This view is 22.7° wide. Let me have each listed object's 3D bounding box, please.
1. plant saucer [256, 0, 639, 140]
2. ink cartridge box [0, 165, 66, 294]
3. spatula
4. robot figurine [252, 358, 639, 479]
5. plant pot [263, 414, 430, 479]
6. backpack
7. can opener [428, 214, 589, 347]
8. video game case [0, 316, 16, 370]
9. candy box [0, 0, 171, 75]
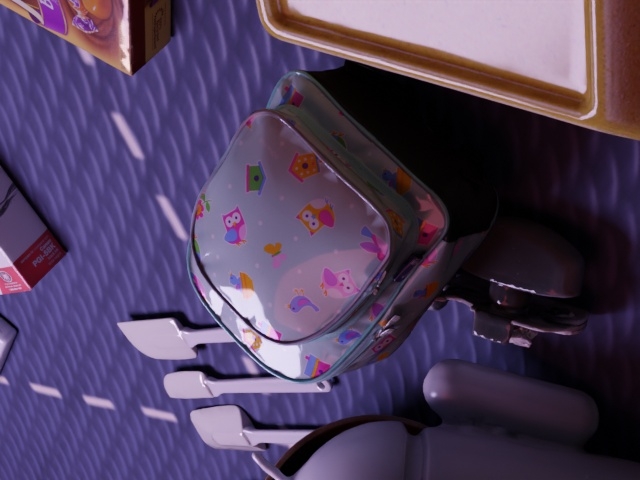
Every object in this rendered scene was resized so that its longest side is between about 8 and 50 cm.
[{"bbox_3d":[0.065,-0.201,0.869,0.332,0.081,0.333,20,140,30],"label":"plant saucer"},{"bbox_3d":[-0.312,-0.019,1.462,0.099,0.056,0.135,-8,123,48],"label":"ink cartridge box"},{"bbox_3d":[-0.063,0.130,1.420,0.242,0.019,0.168,-7,121,45],"label":"spatula"},{"bbox_3d":[0.115,0.239,1.136,0.353,0.300,0.200,9,169,0],"label":"robot figurine"},{"bbox_3d":[0.018,0.267,1.348,0.215,0.215,0.230,43,161,-2],"label":"plant pot"},{"bbox_3d":[0.000,0.000,1.043,0.166,0.144,0.188,43,126,17],"label":"backpack"},{"bbox_3d":[0.065,0.012,1.129,0.280,0.074,0.093,13,102,33],"label":"can opener"},{"bbox_3d":[-0.430,0.085,1.720,0.206,0.026,0.227,40,146,3],"label":"video game case"},{"bbox_3d":[-0.195,-0.208,1.143,0.186,0.053,0.109,31,145,19],"label":"candy box"}]
